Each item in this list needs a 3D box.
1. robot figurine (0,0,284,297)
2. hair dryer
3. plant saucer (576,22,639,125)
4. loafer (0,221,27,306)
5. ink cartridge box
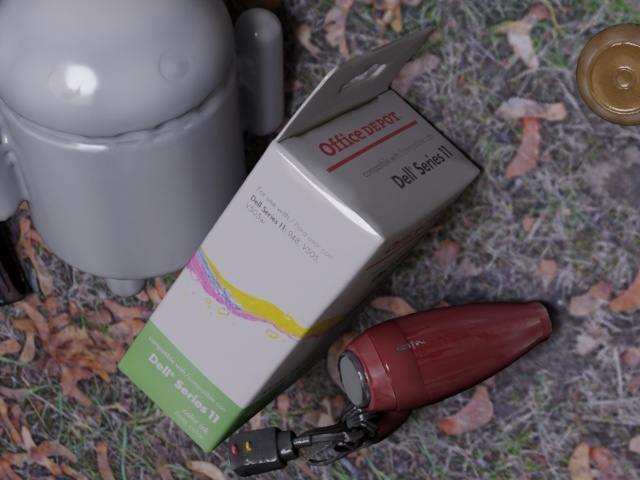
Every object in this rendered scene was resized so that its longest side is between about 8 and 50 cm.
[{"bbox_3d":[-0.168,-0.106,1.010,0.200,0.300,0.353,53,157,35],"label":"robot figurine"},{"bbox_3d":[0.068,0.123,1.058,0.293,0.223,0.080,-27,75,18],"label":"hair dryer"},{"bbox_3d":[0.242,-0.129,0.936,0.083,0.015,0.083,11,115,24],"label":"plant saucer"},{"bbox_3d":[-0.373,-0.063,1.247,0.095,0.109,0.302,1,119,7],"label":"loafer"},{"bbox_3d":[0.000,0.000,1.000,0.119,0.207,0.353,43,124,9],"label":"ink cartridge box"}]
